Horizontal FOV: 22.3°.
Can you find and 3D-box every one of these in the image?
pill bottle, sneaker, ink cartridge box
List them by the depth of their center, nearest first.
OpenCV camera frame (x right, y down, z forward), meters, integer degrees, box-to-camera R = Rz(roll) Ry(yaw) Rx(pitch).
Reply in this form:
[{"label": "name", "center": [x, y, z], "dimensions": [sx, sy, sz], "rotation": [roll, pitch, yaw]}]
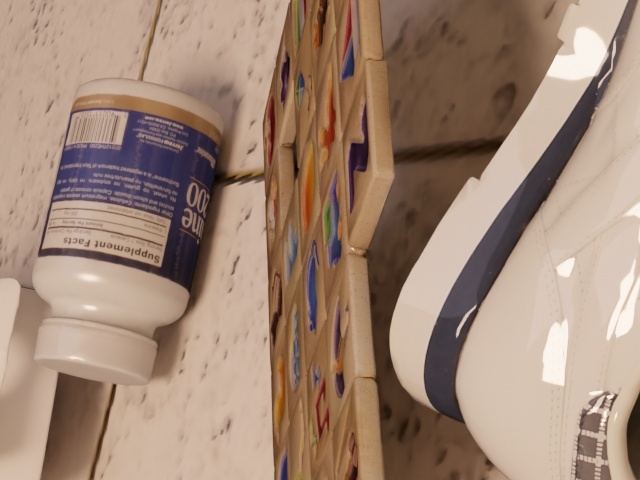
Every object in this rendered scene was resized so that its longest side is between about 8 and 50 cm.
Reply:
[{"label": "sneaker", "center": [0.112, -0.032, 0.419], "dimensions": [0.095, 0.090, 0.235], "rotation": [39, 110, 42]}, {"label": "pill bottle", "center": [-0.084, -0.002, 0.687], "dimensions": [0.067, 0.067, 0.120], "rotation": [-9, 66, 54]}, {"label": "ink cartridge box", "center": [-0.173, 0.071, 0.727], "dimensions": [0.143, 0.090, 0.092], "rotation": [138, 141, -60]}]

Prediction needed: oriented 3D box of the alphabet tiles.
[{"label": "alphabet tiles", "center": [0.000, 0.000, 0.533], "dimensions": [0.198, 0.009, 0.237], "rotation": [108, 162, -57]}]
